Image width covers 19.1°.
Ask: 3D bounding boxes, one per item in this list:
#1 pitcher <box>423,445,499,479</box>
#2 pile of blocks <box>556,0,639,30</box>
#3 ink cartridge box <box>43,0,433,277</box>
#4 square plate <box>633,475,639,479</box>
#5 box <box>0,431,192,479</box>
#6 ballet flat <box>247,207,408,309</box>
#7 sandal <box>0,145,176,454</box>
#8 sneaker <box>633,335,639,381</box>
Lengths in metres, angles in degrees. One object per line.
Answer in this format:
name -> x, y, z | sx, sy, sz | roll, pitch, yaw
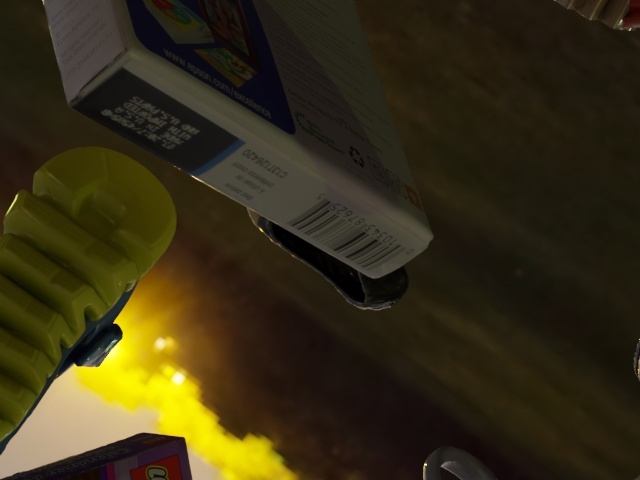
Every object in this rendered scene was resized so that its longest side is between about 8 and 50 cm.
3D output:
pitcher -> 0.112, 0.221, 1.386 | 0.178, 0.125, 0.207 | 41, -160, 25
pile of blocks -> 0.407, -0.361, 2.018 | 0.112, 0.362, 0.149 | 39, -179, 24
ink cartridge box -> -0.070, -0.156, 1.242 | 0.303, 0.072, 0.307 | 28, -147, -45
square plate -> 0.377, 0.248, 1.610 | 0.049, 0.344, 0.347 | 37, -148, -21
box -> -0.154, 0.286, 1.191 | 0.201, 0.293, 0.057 | -15, -171, -39
ballet flat -> 0.000, 0.000, 1.537 | 0.173, 0.057, 0.049 | 33, -154, 33
sandal -> -0.212, 0.080, 1.202 | 0.126, 0.317, 0.138 | 40, 144, 13
sneaker -> 0.226, 0.045, 1.048 | 0.211, 0.080, 0.081 | 85, 173, -51
